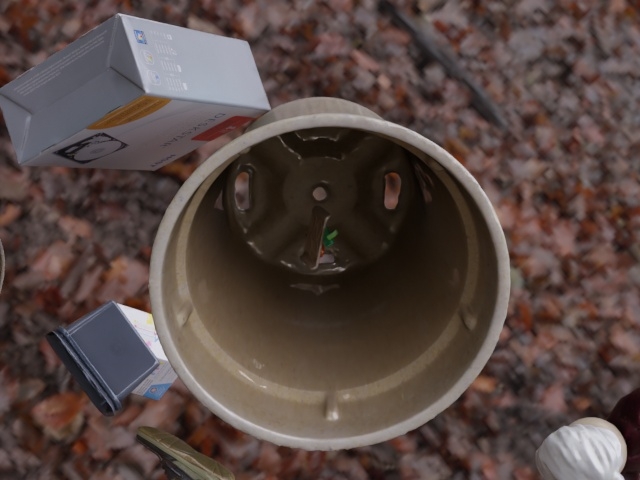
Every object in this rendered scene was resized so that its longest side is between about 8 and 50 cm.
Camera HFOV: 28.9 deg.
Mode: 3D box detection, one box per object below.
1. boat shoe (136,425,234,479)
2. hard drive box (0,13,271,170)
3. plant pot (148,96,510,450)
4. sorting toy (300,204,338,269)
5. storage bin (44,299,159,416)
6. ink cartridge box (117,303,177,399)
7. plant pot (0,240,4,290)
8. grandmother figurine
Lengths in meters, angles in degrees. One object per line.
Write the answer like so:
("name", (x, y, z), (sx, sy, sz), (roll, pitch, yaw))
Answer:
("boat shoe", (-0.187, 0.298, 1.649), (0.152, 0.049, 0.056), (28, 8, 21))
("hard drive box", (-0.195, -0.151, 1.330), (0.232, 0.181, 0.089), (-4, 72, -60))
("plant pot", (0.005, -0.005, 1.277), (0.333, 0.334, 0.305), (35, 15, -13))
("sorting toy", (0.000, 0.000, 1.304), (0.012, 0.062, 0.083), (13, 9, -17))
("storage bin", (-0.277, 0.147, 1.600), (0.091, 0.098, 0.135), (-37, 96, -23))
("ink cartridge box", (-0.289, 0.165, 1.868), (0.143, 0.092, 0.090), (20, 37, -30))
("plant pot", (-0.547, 0.027, 1.461), (0.191, 0.284, 0.284), (37, 30, 32))
("grandmother figurine", (0.358, 0.196, 1.329), (0.342, 0.208, 0.104), (-15, 33, -39))
